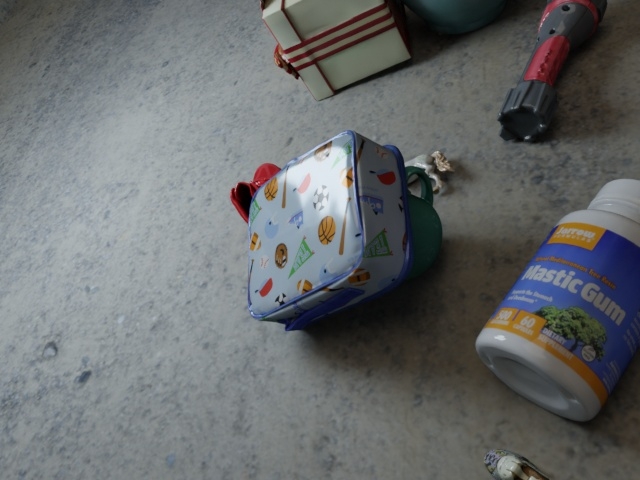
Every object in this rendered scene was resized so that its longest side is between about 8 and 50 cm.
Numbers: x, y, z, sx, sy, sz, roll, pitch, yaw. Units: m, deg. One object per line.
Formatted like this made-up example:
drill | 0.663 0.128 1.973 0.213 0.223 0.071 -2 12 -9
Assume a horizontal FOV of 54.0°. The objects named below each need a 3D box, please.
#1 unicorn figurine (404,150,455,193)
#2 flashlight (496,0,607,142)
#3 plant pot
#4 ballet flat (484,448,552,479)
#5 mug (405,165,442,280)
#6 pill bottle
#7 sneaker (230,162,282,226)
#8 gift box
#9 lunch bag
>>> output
unicorn figurine | 0.139 -0.113 1.066 0.161 0.060 0.111 -9 47 2
flashlight | 0.389 -0.304 1.048 0.103 0.103 0.304 11 59 32
plant pot | 0.271 -0.540 1.240 0.293 0.196 0.293 -12 51 15
ballet flat | 0.231 0.266 0.701 0.041 0.041 0.114 -48 46 -14
mug | 0.125 -0.014 0.927 0.158 0.097 0.130 -47 42 36
pill bottle | 0.318 0.060 0.745 0.152 0.152 0.272 25 69 41
sneaker | -0.102 -0.091 1.124 0.087 0.128 0.221 -25 46 9
gift box | 0.014 -0.487 1.289 0.258 0.276 0.255 -20 41 22
lunch bag | 0.000 0.000 0.919 0.303 0.114 0.243 -32 55 47
